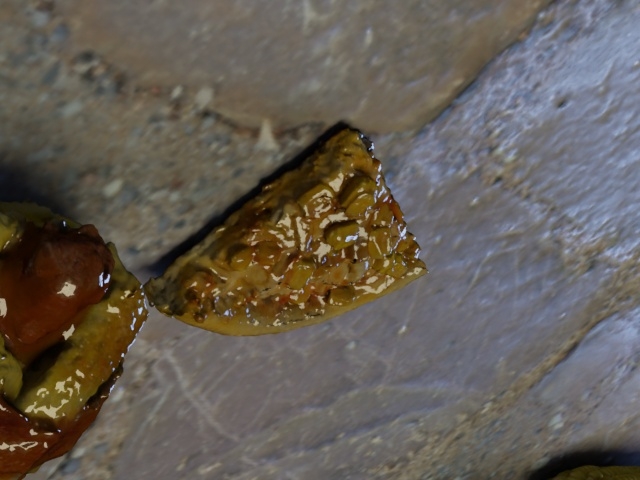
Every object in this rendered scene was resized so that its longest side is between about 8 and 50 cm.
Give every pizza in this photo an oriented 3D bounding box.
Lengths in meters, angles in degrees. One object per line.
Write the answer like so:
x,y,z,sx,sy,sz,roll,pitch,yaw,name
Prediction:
0.000,0.000,0.881,0.178,0.041,0.131,4,130,-46,pizza

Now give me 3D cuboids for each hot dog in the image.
-0.167,0.069,0.758,0.146,0.103,0.213,7,131,-48,hot dog

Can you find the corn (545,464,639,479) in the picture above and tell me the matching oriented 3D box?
0.258,0.224,1.380,0.248,0.081,0.081,10,127,-49,corn
